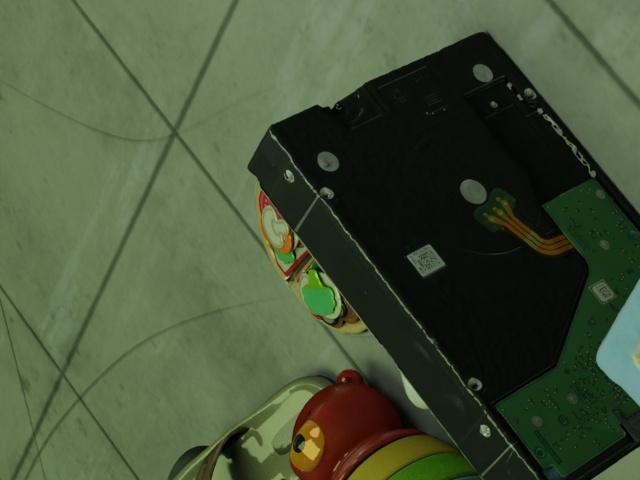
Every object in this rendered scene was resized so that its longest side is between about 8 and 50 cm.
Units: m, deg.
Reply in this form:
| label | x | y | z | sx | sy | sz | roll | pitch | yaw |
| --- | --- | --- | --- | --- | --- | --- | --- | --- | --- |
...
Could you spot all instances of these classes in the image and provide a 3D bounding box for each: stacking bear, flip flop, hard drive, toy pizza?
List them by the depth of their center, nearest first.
| label | x | y | z | sx | sy | sz | roll | pitch | yaw |
| --- | --- | --- | --- | --- | --- | --- | --- | --- | --- |
| hard drive | 0.134 | 0.018 | 1.396 | 0.339 | 0.237 | 0.064 | 51 | 144 | 15 |
| stacking bear | 0.073 | 0.242 | 1.689 | 0.289 | 0.164 | 0.175 | 48 | 126 | 37 |
| toy pizza | 0.000 | 0.000 | 1.733 | 0.201 | 0.032 | 0.201 | 30 | 133 | 38 |
| flip flop | -0.077 | 0.242 | 1.844 | 0.277 | 0.080 | 0.112 | -45 | 81 | 20 |

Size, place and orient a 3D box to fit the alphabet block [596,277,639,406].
| label | x | y | z | sx | sy | sz | roll | pitch | yaw |
| --- | --- | --- | --- | --- | --- | --- | --- | --- | --- |
| alphabet block | 0.332 | 0.047 | 1.195 | 0.193 | 0.197 | 0.192 | 47 | 141 | 21 |

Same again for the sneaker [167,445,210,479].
| label | x | y | z | sx | sy | sz | roll | pitch | yaw |
| --- | --- | --- | --- | --- | --- | --- | --- | --- | --- |
| sneaker | -0.043 | 0.367 | 1.946 | 0.139 | 0.125 | 0.341 | -24 | 95 | 50 |

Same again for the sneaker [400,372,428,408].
| label | x | y | z | sx | sy | sz | roll | pitch | yaw |
| --- | --- | --- | --- | --- | --- | --- | --- | --- | --- |
| sneaker | 0.104 | 0.048 | 1.609 | 0.094 | 0.080 | 0.212 | -1 | 118 | 40 |
